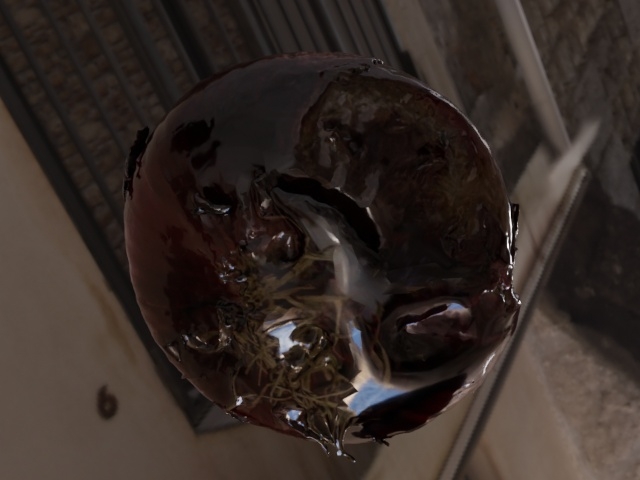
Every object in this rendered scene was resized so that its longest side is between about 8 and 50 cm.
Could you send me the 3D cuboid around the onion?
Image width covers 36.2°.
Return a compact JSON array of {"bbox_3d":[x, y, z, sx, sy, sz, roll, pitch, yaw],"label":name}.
[{"bbox_3d":[0.000,0.000,0.745,0.313,0.314,0.232,-17,-158,22],"label":"onion"}]
